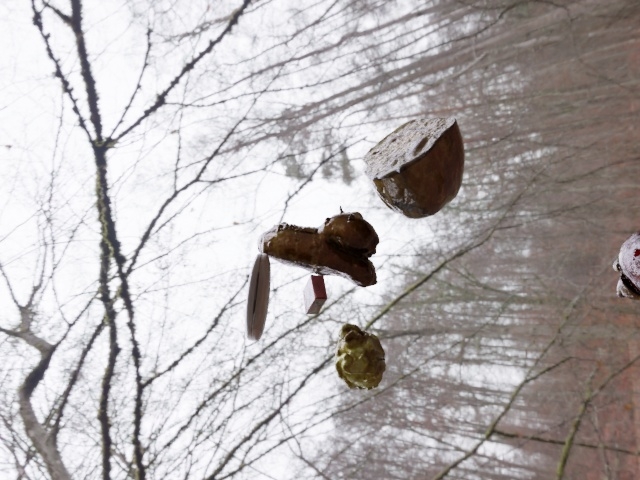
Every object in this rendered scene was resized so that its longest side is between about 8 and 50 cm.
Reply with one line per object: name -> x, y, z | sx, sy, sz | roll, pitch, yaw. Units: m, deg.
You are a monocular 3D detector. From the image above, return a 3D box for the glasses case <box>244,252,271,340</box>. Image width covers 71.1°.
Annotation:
glasses case -> -0.165, 0.149, 1.191 | 0.092, 0.059, 0.234 | 88, -174, -70

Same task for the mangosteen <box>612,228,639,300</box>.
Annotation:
mangosteen -> 0.937, 0.082, 1.257 | 0.258, 0.215, 0.215 | 104, -168, -49

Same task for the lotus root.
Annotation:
lotus root -> 0.266, -0.197, 1.339 | 0.250, 0.316, 0.316 | 62, -139, -32

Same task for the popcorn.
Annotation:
popcorn -> 0.149, 0.421, 1.636 | 0.266, 0.192, 0.233 | 67, -152, -21

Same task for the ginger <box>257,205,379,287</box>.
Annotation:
ginger -> 0.000, 0.000, 1.480 | 0.176, 0.418, 0.254 | 48, -127, -74

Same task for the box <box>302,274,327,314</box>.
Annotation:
box -> -0.024, 0.215, 1.762 | 0.060, 0.156, 0.111 | 0, -125, -17
